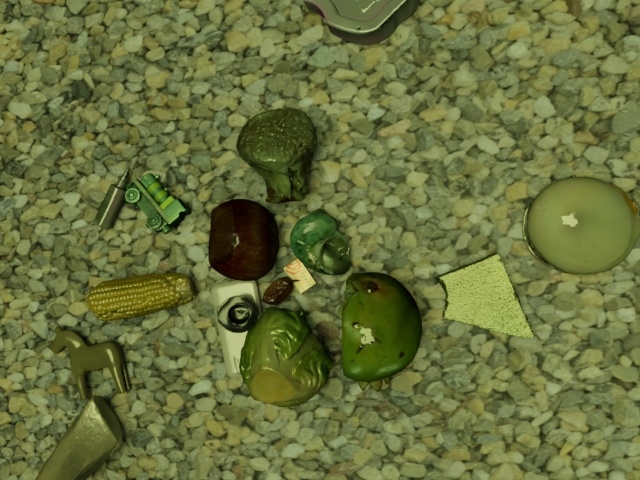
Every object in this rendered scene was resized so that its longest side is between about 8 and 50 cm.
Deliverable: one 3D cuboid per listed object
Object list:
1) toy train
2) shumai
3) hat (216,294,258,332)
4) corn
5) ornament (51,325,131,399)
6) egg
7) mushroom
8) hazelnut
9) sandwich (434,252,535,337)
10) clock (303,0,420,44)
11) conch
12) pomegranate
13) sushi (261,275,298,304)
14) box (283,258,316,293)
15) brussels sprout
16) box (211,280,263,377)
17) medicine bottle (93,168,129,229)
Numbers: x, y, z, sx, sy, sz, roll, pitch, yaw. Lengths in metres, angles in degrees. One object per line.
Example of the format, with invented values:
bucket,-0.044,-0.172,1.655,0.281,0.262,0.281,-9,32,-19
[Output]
toy train,-0.500,-0.117,2.016,0.132,0.083,0.200,-41,82,-1
shumai,-0.122,-0.241,1.905,0.225,0.222,0.260,3,54,1
hat,-0.239,0.212,1.930,0.121,0.050,0.121,0,88,-2
corn,-0.549,0.166,1.999,0.347,0.130,0.130,-11,88,8
ornament,-0.724,0.371,2.071,0.230,0.061,0.244,-14,90,14
egg,0.679,-0.033,1.709,0.287,0.174,0.264,23,99,8
mushroom,-0.747,0.664,2.043,0.154,0.137,0.407,34,103,-19
hazelnut,-0.216,-0.001,1.888,0.218,0.218,0.233,6,91,12
sandwich,0.438,0.182,1.823,0.212,0.063,0.244,-23,85,15
clock,0.116,-0.731,1.863,0.339,0.102,0.338,0,90,12
conch,0.000,0.003,1.885,0.176,0.122,0.188,2,93,-8
pomegranate,0.165,0.256,1.784,0.216,0.309,0.358,-6,123,6
sushi,-0.119,0.147,1.942,0.052,0.055,0.120,47,107,22
box,-0.060,0.103,1.949,0.058,0.015,0.093,-35,84,12
brussels sprout,-0.093,0.321,1.841,0.227,0.294,0.259,-32,107,28
box,-0.234,0.260,1.975,0.142,0.044,0.284,-11,88,10
medicine bottle,-0.635,-0.132,2.052,0.058,0.058,0.199,29,97,11
